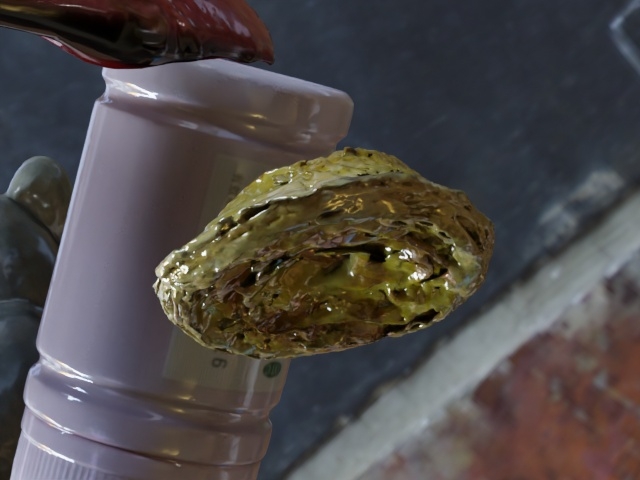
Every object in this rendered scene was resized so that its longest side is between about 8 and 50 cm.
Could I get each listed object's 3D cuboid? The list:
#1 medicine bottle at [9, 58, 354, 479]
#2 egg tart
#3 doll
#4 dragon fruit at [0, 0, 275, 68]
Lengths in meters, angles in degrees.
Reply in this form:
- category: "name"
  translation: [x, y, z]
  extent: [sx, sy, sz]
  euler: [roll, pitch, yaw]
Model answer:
- category: "medicine bottle"
  translation: [-0.074, 0.029, 1.022]
  extent: [0.133, 0.133, 0.249]
  euler: [16, 94, 18]
- category: "egg tart"
  translation: [0.000, 0.000, 0.730]
  extent: [0.129, 0.129, 0.049]
  euler: [-25, 60, 27]
- category: "doll"
  translation: [-0.370, 0.090, 1.580]
  extent: [0.382, 0.378, 0.252]
  euler: [-20, 106, 14]
- category: "dragon fruit"
  translation: [-0.205, -0.146, 0.884]
  extent: [0.343, 0.282, 0.100]
  euler: [16, 100, 43]
